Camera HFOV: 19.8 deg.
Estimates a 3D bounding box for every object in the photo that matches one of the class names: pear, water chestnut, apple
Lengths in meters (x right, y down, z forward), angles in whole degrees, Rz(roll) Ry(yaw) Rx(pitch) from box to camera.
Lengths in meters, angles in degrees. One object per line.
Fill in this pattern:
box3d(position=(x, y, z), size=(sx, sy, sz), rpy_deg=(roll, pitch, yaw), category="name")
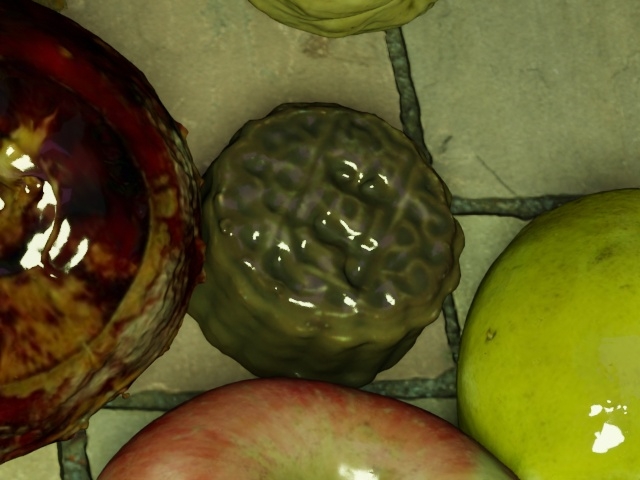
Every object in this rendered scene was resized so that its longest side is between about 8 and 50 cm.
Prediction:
box3d(position=(0.222, 0.102, 1.400), size=(0.253, 0.253, 0.307), rpy_deg=(13, 40, -8), category="pear")
box3d(position=(-0.257, -0.013, 1.323), size=(0.350, 0.302, 0.350), rpy_deg=(-2, 94, -26), category="water chestnut")
box3d(position=(-0.003, 0.258, 1.237), size=(0.344, 0.269, 0.345), rpy_deg=(10, 36, -8), category="apple")

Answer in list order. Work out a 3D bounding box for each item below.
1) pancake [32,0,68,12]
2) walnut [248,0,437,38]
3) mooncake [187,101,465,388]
box3d(position=(-0.320, -0.182, 1.450), size=(0.266, 0.057, 0.244), rpy_deg=(46, 54, -39), category="pancake")
box3d(position=(0.023, -0.318, 1.603), size=(0.277, 0.282, 0.253), rpy_deg=(52, 20, 25), category="walnut")
box3d(position=(0.000, 0.000, 1.472), size=(0.228, 0.124, 0.228), rpy_deg=(8, 58, -13), category="mooncake")
